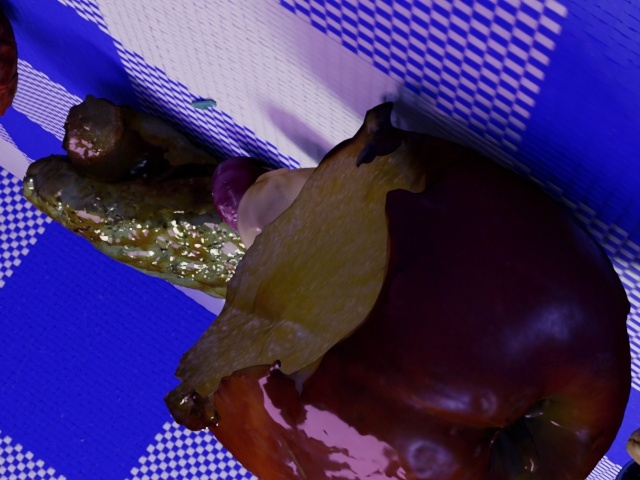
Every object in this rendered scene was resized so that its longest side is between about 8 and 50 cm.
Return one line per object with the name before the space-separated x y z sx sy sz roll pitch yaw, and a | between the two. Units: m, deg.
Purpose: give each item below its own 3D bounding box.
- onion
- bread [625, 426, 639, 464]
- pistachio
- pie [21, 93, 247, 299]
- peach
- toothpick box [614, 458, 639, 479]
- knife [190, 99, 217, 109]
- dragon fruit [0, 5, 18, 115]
onion | -0.076 -0.052 1.970 0.115 0.115 0.104 40 126 -23
bread | 0.399 0.245 1.859 0.115 0.056 0.082 41 170 5
pistachio | 0.000 0.000 1.785 0.200 0.145 0.117 31 173 -20
pie | -0.184 -0.026 2.216 0.418 0.180 0.395 31 171 -13
peach | 0.055 0.081 1.419 0.416 0.339 0.353 33 171 40
toothpick box | 0.409 0.327 2.034 0.120 0.120 0.184 32 167 22
knife | -0.134 -0.155 1.910 0.014 0.005 0.091 41 170 -19
dragon fruit | -0.506 -0.224 2.151 0.244 0.244 0.299 36 -170 -5
